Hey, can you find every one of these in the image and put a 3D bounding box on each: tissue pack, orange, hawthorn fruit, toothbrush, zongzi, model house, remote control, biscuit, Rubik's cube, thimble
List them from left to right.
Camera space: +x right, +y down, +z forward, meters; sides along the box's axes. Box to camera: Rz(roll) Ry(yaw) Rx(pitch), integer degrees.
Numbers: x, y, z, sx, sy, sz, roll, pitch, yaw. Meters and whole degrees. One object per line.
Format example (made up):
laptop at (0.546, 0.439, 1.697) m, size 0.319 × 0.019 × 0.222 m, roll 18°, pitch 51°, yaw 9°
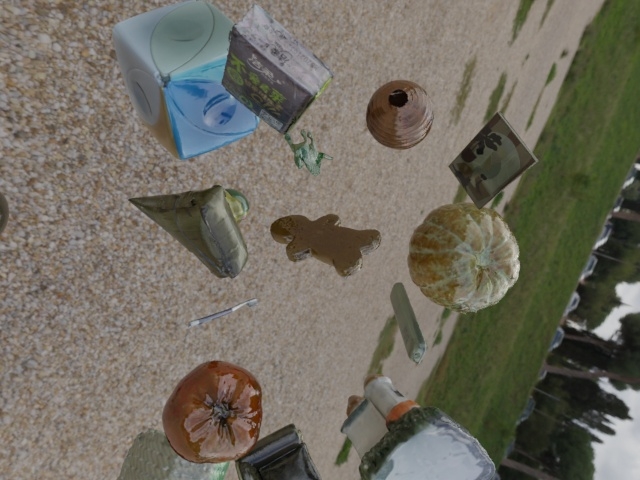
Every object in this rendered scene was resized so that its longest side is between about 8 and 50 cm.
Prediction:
thimble at (-0.318, 0.508, 0.941) m, size 0.219 × 0.219 × 0.150 m, roll 67°, pitch 36°, yaw -58°
zongzi at (-0.434, -0.020, 1.430) m, size 0.160 × 0.360 × 0.323 m, roll -63°, pitch 147°, yaw -50°
Rubik's cube at (-0.423, -0.522, 1.418) m, size 0.351 × 0.347 × 0.352 m, roll -33°, pitch 155°, yaw -23°
hawthorn fruit at (-0.188, 0.308, 0.771) m, size 0.189 × 0.189 × 0.189 m, roll -46°, pitch 149°, yaw -39°
toothbrush at (-0.294, 0.224, 1.344) m, size 0.288 × 0.026 × 0.024 m, roll -13°, pitch 145°, yaw -55°
tissue pack at (-0.090, -0.295, 0.799) m, size 0.073 × 0.173 × 0.235 m, roll -56°, pitch -168°, yaw -13°
biscuit at (0.000, 0.000, 1.084) m, size 0.197 × 0.301 × 0.049 m, roll -39°, pitch 135°, yaw -41°
model house at (0.157, 0.386, 0.898) m, size 0.190 × 0.301 × 0.271 m, roll -49°, pitch 120°, yaw -4°
remote control at (0.275, 0.255, 1.395) m, size 0.309 × 0.038 × 0.090 m, roll -99°, pitch -162°, yaw -56°
orange at (0.421, 0.048, 1.266) m, size 0.329 × 0.329 × 0.249 m, roll -66°, pitch -168°, yaw -1°

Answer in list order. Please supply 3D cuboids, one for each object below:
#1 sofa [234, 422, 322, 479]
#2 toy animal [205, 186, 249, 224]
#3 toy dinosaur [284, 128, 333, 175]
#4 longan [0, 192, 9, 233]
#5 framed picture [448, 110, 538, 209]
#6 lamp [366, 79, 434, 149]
sofa at (-0.089, 0.631, 1.114) m, size 0.200 × 0.258 × 0.182 m, roll -22°, pitch 155°, yaw -16°
toy animal at (-0.427, -0.135, 1.839) m, size 0.216 × 0.191 × 0.338 m, roll -30°, pitch -175°, yaw 18°
toy dinosaur at (-0.012, -0.115, 0.603) m, size 0.120 × 0.029 × 0.060 m, roll 8°, pitch 64°, yaw -64°
longan at (-1.062, -0.081, 1.313) m, size 0.220 × 0.197 × 0.196 m, roll -65°, pitch 171°, yaw -74°
framed picture at (0.382, -0.174, 0.985) m, size 0.010 × 0.136 × 0.201 m, roll -21°, pitch 162°, yaw -25°
lamp at (0.157, -0.249, 0.860) m, size 0.136 × 0.136 × 0.136 m, roll -46°, pitch 149°, yaw -39°
